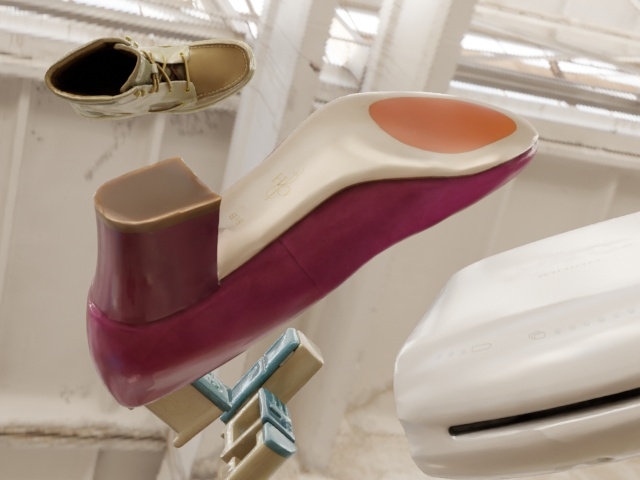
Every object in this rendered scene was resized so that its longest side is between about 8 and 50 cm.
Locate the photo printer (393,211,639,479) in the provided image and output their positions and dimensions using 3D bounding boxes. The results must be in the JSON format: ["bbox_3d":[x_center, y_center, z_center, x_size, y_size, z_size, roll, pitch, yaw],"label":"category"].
[{"bbox_3d":[0.193,0.066,0.744,0.256,0.307,0.107,-17,-83,21],"label":"photo printer"}]

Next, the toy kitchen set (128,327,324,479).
[{"bbox_3d":[-0.089,0.131,1.028,0.166,0.207,0.122,43,-85,-13],"label":"toy kitchen set"}]

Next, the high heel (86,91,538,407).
[{"bbox_3d":[0.000,0.000,0.792,0.377,0.127,0.181,-13,-47,-25],"label":"high heel"}]

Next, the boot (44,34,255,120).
[{"bbox_3d":[-0.175,-0.178,1.104,0.213,0.165,0.077,-12,-90,-2],"label":"boot"}]
